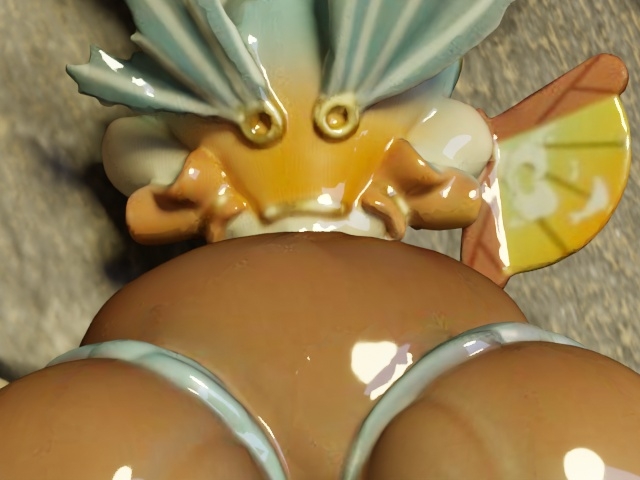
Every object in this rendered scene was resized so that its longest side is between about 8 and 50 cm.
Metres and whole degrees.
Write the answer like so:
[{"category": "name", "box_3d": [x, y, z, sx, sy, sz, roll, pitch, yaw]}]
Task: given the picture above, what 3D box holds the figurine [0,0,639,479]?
[{"category": "figurine", "box_3d": [0.001, 0.000, 0.641, 0.248, 0.277, 0.388, 79, 9, -68]}]
